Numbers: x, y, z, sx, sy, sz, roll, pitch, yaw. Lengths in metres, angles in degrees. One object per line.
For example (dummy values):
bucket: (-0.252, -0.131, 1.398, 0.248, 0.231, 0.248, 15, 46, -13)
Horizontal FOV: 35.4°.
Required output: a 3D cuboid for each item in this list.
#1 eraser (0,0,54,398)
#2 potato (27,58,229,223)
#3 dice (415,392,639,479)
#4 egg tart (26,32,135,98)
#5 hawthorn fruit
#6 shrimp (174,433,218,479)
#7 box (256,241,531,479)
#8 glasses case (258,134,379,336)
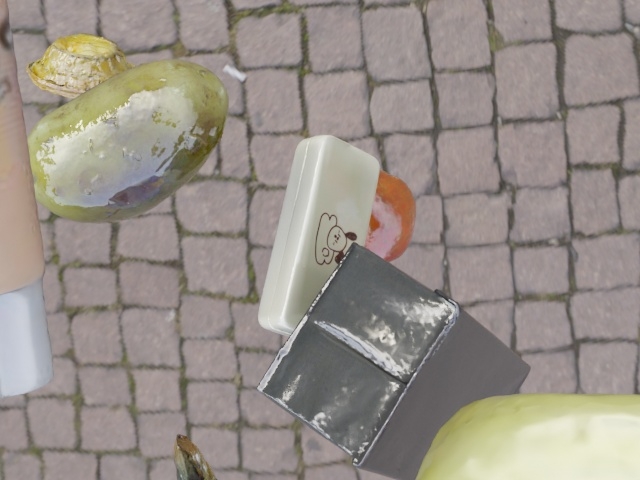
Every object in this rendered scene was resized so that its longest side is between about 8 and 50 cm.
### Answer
eraser: (-0.189, -0.085, 0.335, 0.171, 0.087, 0.290, 7, 112, 23)
potato: (-0.263, -0.133, 1.394, 0.308, 0.173, 0.210, -31, 146, 16)
dice: (0.137, 0.152, 0.407, 0.169, 0.169, 0.166, -4, 72, 31)
egg tart: (-0.386, -0.288, 1.651, 0.191, 0.191, 0.074, 13, 119, 2)
hawthorn fruit: (0.087, -0.038, 1.825, 0.189, 0.189, 0.189, 2, 110, 6)
shrimp: (-0.101, 0.313, 1.001, 0.051, 0.198, 0.261, -22, 71, -4)
box: (0.116, 0.197, 1.457, 0.204, 0.345, 0.251, 31, 86, 33)
glasses case: (0.000, 0.000, 1.565, 0.131, 0.070, 0.312, 23, 73, -36)
